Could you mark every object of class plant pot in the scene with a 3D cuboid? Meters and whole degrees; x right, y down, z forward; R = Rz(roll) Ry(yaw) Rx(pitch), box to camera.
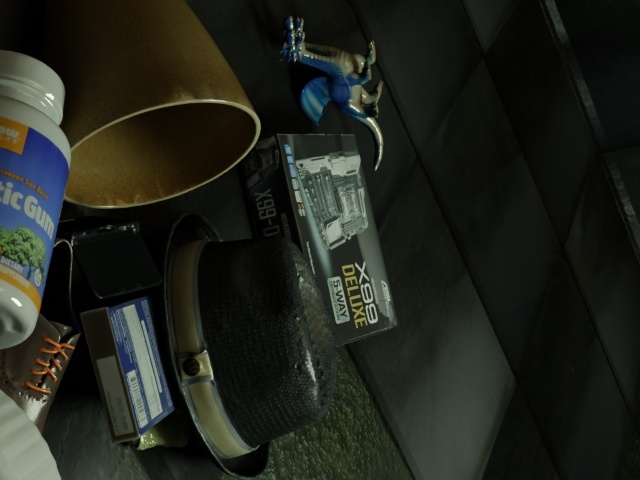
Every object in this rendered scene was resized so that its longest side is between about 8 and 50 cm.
[{"bbox_3d":[-0.221,-0.201,1.422,0.237,0.237,0.254,13,51,-58],"label":"plant pot"}]

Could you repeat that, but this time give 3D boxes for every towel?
[{"bbox_3d":[-0.195,0.170,1.471,0.110,0.027,0.148,12,67,-59],"label":"towel"}]

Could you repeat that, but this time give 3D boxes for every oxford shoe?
[{"bbox_3d":[-0.295,0.121,1.243,0.097,0.098,0.271,27,56,-54],"label":"oxford shoe"}]

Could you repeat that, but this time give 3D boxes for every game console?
[{"bbox_3d":[-0.250,0.017,1.380,0.122,0.107,0.071,-14,108,-61],"label":"game console"}]

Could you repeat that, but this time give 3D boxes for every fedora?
[{"bbox_3d":[-0.071,0.115,1.522,0.334,0.153,0.334,-14,90,-76],"label":"fedora"}]

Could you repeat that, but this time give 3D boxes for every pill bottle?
[{"bbox_3d":[-0.325,-0.045,1.209,0.152,0.152,0.272,41,45,-46],"label":"pill bottle"}]

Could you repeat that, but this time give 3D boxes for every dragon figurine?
[{"bbox_3d":[0.019,-0.235,1.955,0.289,0.144,0.085,73,21,-48],"label":"dragon figurine"}]

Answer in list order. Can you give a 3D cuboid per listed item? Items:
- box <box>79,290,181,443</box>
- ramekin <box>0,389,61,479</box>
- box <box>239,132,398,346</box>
[{"bbox_3d":[-0.199,0.131,1.364,0.225,0.037,0.136,-16,92,-82],"label":"box"},{"bbox_3d":[-0.329,0.220,0.992,0.127,0.273,0.272,-36,110,-73],"label":"ramekin"},{"bbox_3d":[0.000,0.000,1.831,0.242,0.077,0.307,-8,84,-61],"label":"box"}]
